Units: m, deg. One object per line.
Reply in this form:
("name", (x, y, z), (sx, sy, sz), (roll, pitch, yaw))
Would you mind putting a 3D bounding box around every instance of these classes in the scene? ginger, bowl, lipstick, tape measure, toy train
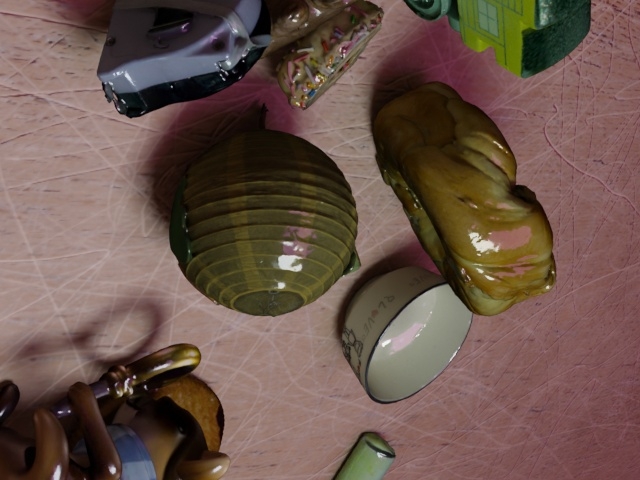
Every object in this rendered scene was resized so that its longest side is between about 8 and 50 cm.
("ginger", (-0.006, -0.296, 1.533), (0.333, 0.166, 0.080), (-40, 103, 8))
("bowl", (0.126, 0.137, 2.091), (0.237, 0.126, 0.238), (-27, 138, -27))
("lipstick", (0.037, 0.491, 2.362), (0.076, 0.076, 0.304), (13, 112, -50))
("tape measure", (-0.149, -0.239, 1.429), (0.182, 0.181, 0.107), (-15, 141, 15))
("toy train", (0.219, -0.406, 1.583), (0.179, 0.272, 0.442), (-37, 142, -20))

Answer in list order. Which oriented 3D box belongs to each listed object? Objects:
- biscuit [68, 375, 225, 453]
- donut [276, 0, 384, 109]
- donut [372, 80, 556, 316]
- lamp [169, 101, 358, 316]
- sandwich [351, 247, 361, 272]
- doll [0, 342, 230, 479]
("biscuit", (-0.274, 0.325, 1.920), (0.305, 0.038, 0.305), (-26, 136, -29))
("donut", (0.008, -0.242, 1.630), (0.174, 0.068, 0.174), (-48, 179, -1))
("donut", (0.208, -0.061, 1.841), (0.170, 0.360, 0.360), (-29, 142, -2))
("lamp", (-0.076, -0.047, 1.655), (0.250, 0.284, 0.250), (-4, 159, -1))
("sandwich", (0.000, 0.000, 1.940), (0.074, 0.074, 0.116), (-25, 105, -28))
("doll", (-0.306, 0.285, 1.698), (0.339, 0.209, 0.318), (1, 133, -37))
